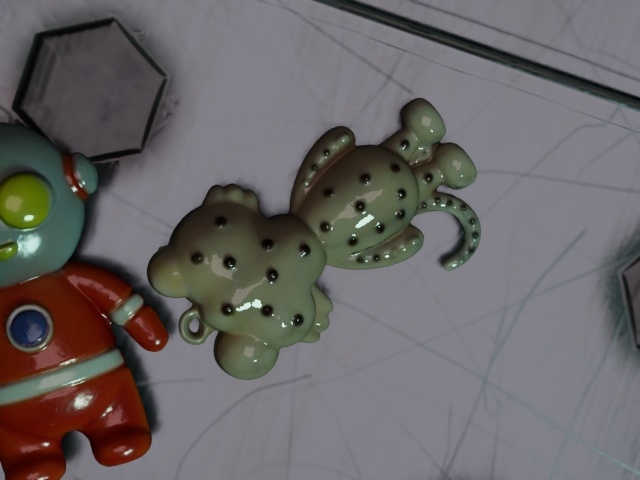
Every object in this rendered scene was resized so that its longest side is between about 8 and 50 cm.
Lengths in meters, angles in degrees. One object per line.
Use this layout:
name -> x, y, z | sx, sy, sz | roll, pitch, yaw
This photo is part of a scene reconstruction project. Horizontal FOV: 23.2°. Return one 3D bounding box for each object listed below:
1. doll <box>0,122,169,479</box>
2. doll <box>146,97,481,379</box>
doll -> -0.242, 0.031, 1.263 | 0.200, 0.105, 0.336 | -16, 94, 0
doll -> 0.000, -0.002, 1.270 | 0.278, 0.119, 0.154 | -27, 94, -9
